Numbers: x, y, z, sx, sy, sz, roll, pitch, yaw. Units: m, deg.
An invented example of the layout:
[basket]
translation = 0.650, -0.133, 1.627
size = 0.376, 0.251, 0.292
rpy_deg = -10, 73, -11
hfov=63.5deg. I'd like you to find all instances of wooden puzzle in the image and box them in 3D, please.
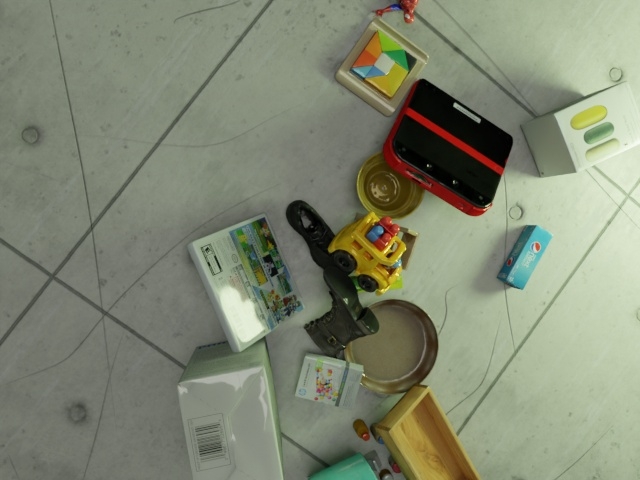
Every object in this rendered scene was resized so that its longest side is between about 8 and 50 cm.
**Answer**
[wooden puzzle]
translation = 0.197, -0.548, 1.631
size = 0.221, 0.044, 0.238
rpy_deg = 34, 87, -8

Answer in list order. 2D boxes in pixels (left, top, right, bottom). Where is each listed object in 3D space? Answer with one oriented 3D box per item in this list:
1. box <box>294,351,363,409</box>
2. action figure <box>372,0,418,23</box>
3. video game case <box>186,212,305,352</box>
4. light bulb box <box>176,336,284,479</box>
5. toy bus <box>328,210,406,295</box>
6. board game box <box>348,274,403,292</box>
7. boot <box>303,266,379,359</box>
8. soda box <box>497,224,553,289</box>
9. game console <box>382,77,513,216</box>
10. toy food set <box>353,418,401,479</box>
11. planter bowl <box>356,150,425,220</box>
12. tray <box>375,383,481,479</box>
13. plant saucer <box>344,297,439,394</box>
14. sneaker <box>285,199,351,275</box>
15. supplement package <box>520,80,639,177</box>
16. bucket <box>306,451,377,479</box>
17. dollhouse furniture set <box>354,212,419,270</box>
[box]
translation = 0.027, 0.437, 1.613
size = 0.187, 0.038, 0.145
rpy_deg = 15, 105, 1
[action figure]
translation = 0.220, -0.807, 1.603
size = 0.139, 0.091, 0.280
rpy_deg = -15, 93, -14
[video game case]
translation = -0.205, 0.112, 1.508
size = 0.300, 0.036, 0.328
rpy_deg = -28, 97, -49
[light bulb box]
translation = -0.235, 0.488, 1.446
size = 0.226, 0.361, 0.357
rpy_deg = -9, 93, -6
[toy bus]
translation = 0.168, 0.026, 1.486
size = 0.220, 0.211, 0.149
rpy_deg = 45, 52, -4
[board game box]
translation = 0.157, 0.133, 1.623
size = 0.182, 0.092, 0.043
rpy_deg = -5, 94, -8
[boot]
translation = 0.029, 0.229, 1.567
size = 0.229, 0.091, 0.262
rpy_deg = -34, 90, 37
[soda box]
translation = 0.672, 0.054, 1.704
size = 0.071, 0.067, 0.210
rpy_deg = 30, 88, -8
[game console]
translation = 0.405, -0.289, 1.619
size = 0.387, 0.060, 0.341
rpy_deg = 30, 63, -9
[toy food set]
translation = 0.198, 0.675, 1.640
size = 0.111, 0.104, 0.232
rpy_deg = -23, 95, -7
[planter bowl]
translation = 0.208, -0.168, 1.619
size = 0.218, 0.090, 0.216
rpy_deg = 0, 89, -10
[tray]
translation = 0.346, 0.677, 1.618
size = 0.203, 0.076, 0.410
rpy_deg = -37, 105, -31
[plant saucer]
translation = 0.225, 0.336, 1.662
size = 0.311, 0.050, 0.310
rpy_deg = 0, 92, -7
[sneaker]
translation = 0.000, 0.000, 1.579
size = 0.109, 0.130, 0.286
rpy_deg = -43, 98, -6
[supplement package]
translation = 0.832, -0.345, 1.647
size = 0.263, 0.198, 0.199
rpy_deg = -24, 95, -6
[bucket]
translation = 0.096, 0.793, 1.555
size = 0.183, 0.281, 0.280
rpy_deg = -25, 95, -10
[dollhouse furniture set]
translation = 0.190, 0.003, 1.598
size = 0.151, 0.144, 0.123
rpy_deg = 19, 89, -44
